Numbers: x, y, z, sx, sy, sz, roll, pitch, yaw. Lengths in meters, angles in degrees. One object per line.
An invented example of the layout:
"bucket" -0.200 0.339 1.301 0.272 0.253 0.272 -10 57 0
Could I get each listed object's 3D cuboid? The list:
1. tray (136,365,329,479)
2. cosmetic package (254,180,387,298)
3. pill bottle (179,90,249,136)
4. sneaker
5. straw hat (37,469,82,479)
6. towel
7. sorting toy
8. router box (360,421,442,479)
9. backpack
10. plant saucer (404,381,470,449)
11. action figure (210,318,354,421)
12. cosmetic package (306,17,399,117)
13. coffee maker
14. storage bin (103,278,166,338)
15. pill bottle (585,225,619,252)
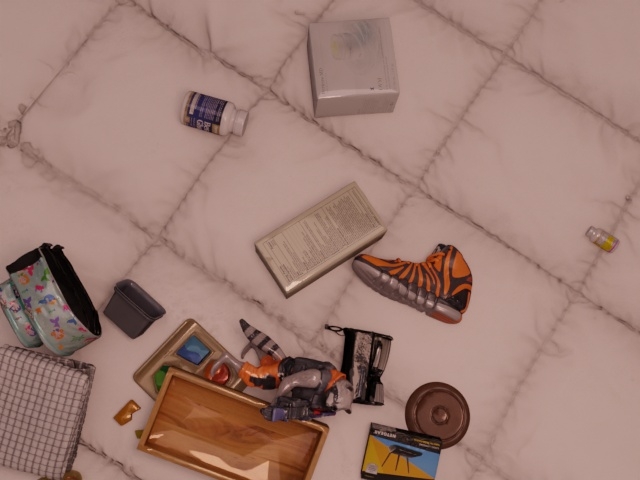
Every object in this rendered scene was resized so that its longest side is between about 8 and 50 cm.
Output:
"tray" -0.207 0.471 1.731 0.411 0.076 0.203 22 84 -4
"cosmetic package" 0.000 0.000 1.855 0.309 0.113 0.160 -31 81 -9
"pill bottle" -0.282 -0.334 1.924 0.169 0.094 0.094 16 77 1
"sneaker" 0.247 0.074 1.861 0.321 0.124 0.180 27 73 -8
"straw hat" -0.624 0.615 1.699 0.144 0.144 0.061 -17 119 -7
"towel" -0.673 0.397 1.697 0.235 0.121 0.284 16 95 2
"sorting toy" -0.350 0.376 1.783 0.229 0.041 0.307 42 78 6
"router box" 0.198 0.533 1.764 0.179 0.046 0.133 12 89 1
"backpack" -0.644 0.158 1.724 0.191 0.225 0.253 -36 89 -8
"plant saucer" 0.298 0.442 1.815 0.168 0.029 0.168 1 78 -4
"action figure" -0.077 0.313 1.648 0.330 0.341 0.179 17 86 15
"cosmetic package" 0.085 -0.469 1.956 0.224 0.138 0.224 -6 77 -3
"coffee maker" 0.087 0.316 1.798 0.171 0.120 0.178 6 74 19
"storage bin" -0.471 0.176 1.804 0.135 0.098 0.091 41 106 6
"pill bottle" 0.759 -0.004 1.937 0.083 0.043 0.043 34 77 5
